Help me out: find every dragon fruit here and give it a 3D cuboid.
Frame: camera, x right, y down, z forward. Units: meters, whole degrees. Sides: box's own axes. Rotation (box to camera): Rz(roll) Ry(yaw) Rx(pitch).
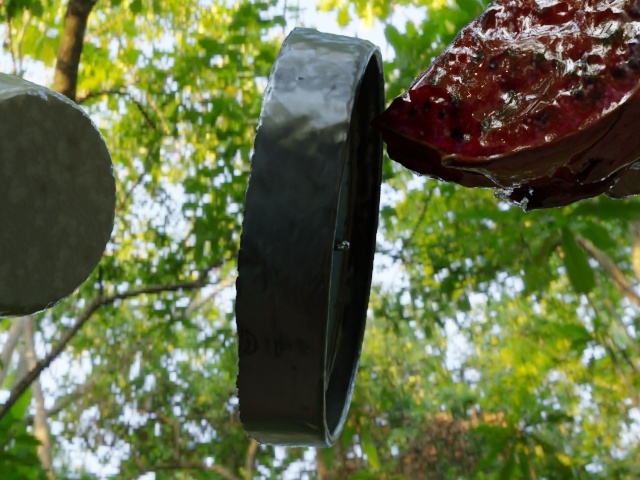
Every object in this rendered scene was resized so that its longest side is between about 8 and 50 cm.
[{"bbox_3d":[0.224,-0.110,0.762,0.317,0.152,0.205,-46,-36,13],"label":"dragon fruit"}]

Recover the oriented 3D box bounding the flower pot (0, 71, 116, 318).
[{"bbox_3d":[-0.392,-0.048,1.100,0.330,0.294,0.294,9,-41,35],"label":"flower pot"}]

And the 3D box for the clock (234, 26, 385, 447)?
[{"bbox_3d":[0.000,0.000,0.724,0.055,0.281,0.281,6,-50,8],"label":"clock"}]
